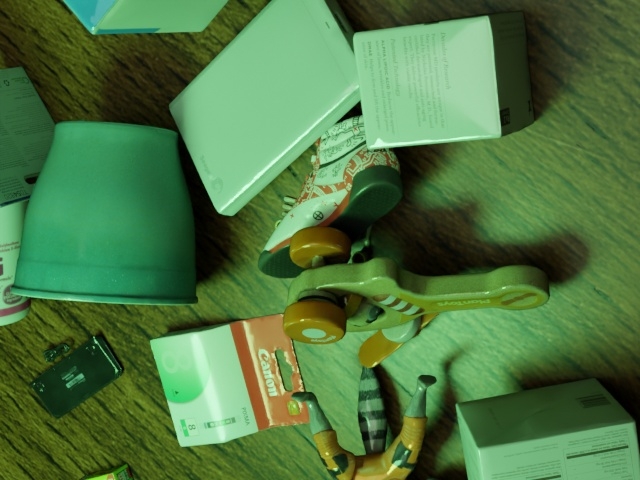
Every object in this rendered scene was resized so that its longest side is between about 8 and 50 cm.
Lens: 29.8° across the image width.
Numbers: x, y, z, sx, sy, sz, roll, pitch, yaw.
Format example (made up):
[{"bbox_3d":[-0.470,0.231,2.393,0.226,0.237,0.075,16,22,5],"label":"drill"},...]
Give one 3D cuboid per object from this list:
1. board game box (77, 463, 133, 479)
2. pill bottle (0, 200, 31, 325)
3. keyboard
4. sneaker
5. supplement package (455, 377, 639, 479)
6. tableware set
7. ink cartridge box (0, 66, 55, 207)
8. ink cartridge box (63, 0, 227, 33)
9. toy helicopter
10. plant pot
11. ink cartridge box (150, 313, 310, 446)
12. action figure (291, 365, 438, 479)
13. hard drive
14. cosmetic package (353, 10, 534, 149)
[{"bbox_3d":[-0.338,0.475,2.021,0.092,0.043,0.181,-19,94,29],"label":"board game box"},{"bbox_3d":[-0.551,-0.015,1.938,0.160,0.160,0.283,9,106,25],"label":"pill bottle"},{"bbox_3d":[-0.415,0.217,2.009,0.180,0.023,0.108,-35,92,28],"label":"keyboard"},{"bbox_3d":[0.008,-0.063,1.676,0.270,0.090,0.145,-39,45,37],"label":"sneaker"},{"bbox_3d":[0.301,0.342,1.543,0.198,0.199,0.263,-10,99,0],"label":"supplement package"},{"bbox_3d":[0.000,0.000,1.743,0.154,0.024,0.104,16,110,22],"label":"tableware set"},{"bbox_3d":[-0.484,-0.154,1.835,0.045,0.223,0.224,-34,85,29],"label":"ink cartridge box"},{"bbox_3d":[-0.287,-0.450,1.479,0.395,0.285,0.166,48,113,7],"label":"ink cartridge box"},{"bbox_3d":[0.131,0.084,1.616,0.355,0.235,0.140,-5,61,17],"label":"toy helicopter"},{"bbox_3d":[-0.308,-0.042,1.765,0.271,0.271,0.255,4,90,26],"label":"plant pot"},{"bbox_3d":[-0.140,0.218,1.853,0.224,0.056,0.181,-11,98,30],"label":"ink cartridge box"},{"bbox_3d":[0.137,0.343,1.720,0.341,0.178,0.330,-12,105,-1],"label":"action figure"},{"bbox_3d":[-0.073,-0.206,1.686,0.307,0.040,0.203,-40,63,28],"label":"hard drive"},{"bbox_3d":[0.161,-0.206,1.538,0.183,0.151,0.151,-3,101,26],"label":"cosmetic package"}]
